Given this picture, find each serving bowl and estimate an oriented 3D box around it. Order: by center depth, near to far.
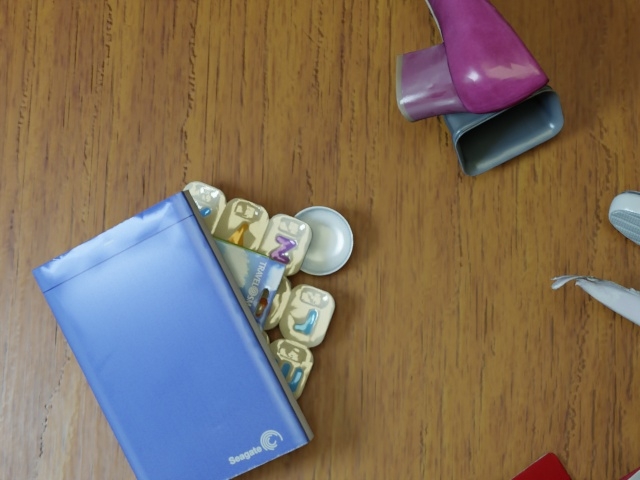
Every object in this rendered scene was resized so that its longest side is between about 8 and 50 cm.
[{"bbox_3d":[0.000,0.000,1.572,0.083,0.027,0.083,0,92,10],"label":"serving bowl"}]

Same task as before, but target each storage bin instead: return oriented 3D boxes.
[{"bbox_3d":[0.209,-0.152,1.561,0.135,0.098,0.091,-27,51,0],"label":"storage bin"}]

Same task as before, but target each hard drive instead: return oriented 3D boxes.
[{"bbox_3d":[-0.172,0.130,1.506,0.210,0.040,0.318,-27,90,14],"label":"hard drive"}]

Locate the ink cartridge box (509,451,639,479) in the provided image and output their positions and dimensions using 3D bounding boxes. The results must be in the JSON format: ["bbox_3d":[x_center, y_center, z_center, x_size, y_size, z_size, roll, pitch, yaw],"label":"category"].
[{"bbox_3d":[0.273,0.363,1.347,0.309,0.130,0.271,-24,73,-45],"label":"ink cartridge box"}]

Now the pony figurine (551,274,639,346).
[{"bbox_3d":[0.467,0.107,1.388,0.351,0.303,0.363,36,104,-20],"label":"pony figurine"}]

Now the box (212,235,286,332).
[{"bbox_3d":[-0.137,0.048,1.539,0.178,0.042,0.109,19,89,9],"label":"box"}]

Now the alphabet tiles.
[{"bbox_3d":[-0.132,0.082,1.568,0.284,0.021,0.277,21,88,9],"label":"alphabet tiles"}]

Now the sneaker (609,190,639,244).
[{"bbox_3d":[0.465,-0.020,1.516,0.258,0.094,0.091,18,68,1],"label":"sneaker"}]

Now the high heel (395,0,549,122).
[{"bbox_3d":[0.185,-0.320,1.533,0.181,0.127,0.377,-9,73,31],"label":"high heel"}]
